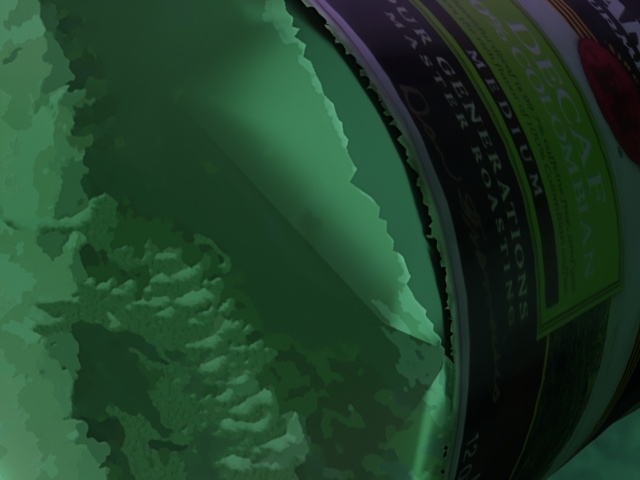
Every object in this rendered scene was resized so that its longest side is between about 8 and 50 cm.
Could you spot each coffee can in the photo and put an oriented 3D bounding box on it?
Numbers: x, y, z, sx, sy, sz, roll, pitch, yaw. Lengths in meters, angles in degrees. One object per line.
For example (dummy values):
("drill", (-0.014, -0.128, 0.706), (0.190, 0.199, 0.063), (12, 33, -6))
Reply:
("coffee can", (0.000, 0.000, 0.469), (0.202, 0.275, 0.201), (5, 101, 27))
